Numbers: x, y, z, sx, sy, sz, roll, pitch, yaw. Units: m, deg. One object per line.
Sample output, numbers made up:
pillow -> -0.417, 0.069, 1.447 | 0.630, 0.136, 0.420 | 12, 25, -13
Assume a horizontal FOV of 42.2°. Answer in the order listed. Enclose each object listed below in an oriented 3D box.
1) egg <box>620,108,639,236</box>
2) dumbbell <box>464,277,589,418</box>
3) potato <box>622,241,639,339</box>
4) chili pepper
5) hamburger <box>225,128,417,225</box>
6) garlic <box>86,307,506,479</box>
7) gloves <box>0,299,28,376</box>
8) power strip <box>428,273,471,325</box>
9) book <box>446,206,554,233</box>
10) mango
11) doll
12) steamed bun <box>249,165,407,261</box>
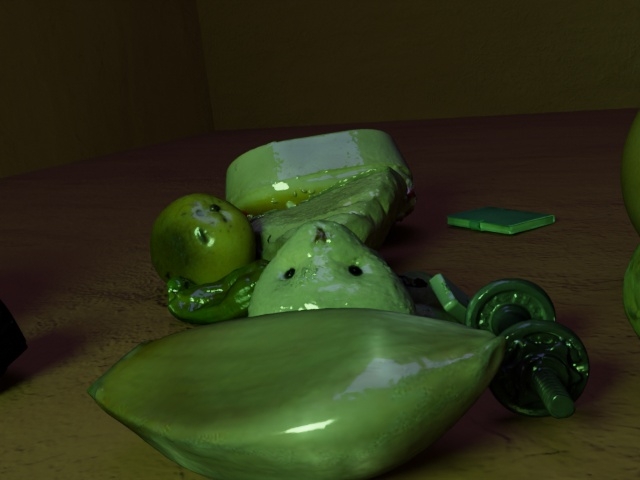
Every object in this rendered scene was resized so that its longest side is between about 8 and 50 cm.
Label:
egg -> 0.431, -0.068, 0.810 | 0.250, 0.250, 0.322 | -6, 6, 5
dumbbell -> 0.167, 0.084, 0.684 | 0.082, 0.081, 0.254 | -6, 13, 3
potato -> 0.378, 0.035, 0.588 | 0.308, 0.173, 0.210 | 1, 17, 19
chili pepper -> -0.085, 0.061, 0.938 | 0.204, 0.073, 0.072 | -12, 27, 29
hamburger -> -0.001, -0.068, 1.270 | 0.295, 0.151, 0.227 | -13, -9, -9
garlic -> -0.029, 0.112, 0.594 | 0.318, 0.112, 0.143 | 0, 36, 22
gloves -> -0.380, 0.124, 0.789 | 0.181, 0.106, 0.129 | -36, 47, -28
power strip -> 0.135, 0.063, 0.797 | 0.016, 0.090, 0.040 | -39, 47, 14
book -> 0.269, -0.031, 1.264 | 0.103, 0.017, 0.135 | -13, 15, -34
mango -> -0.159, 0.013, 1.062 | 0.098, 0.137, 0.195 | -25, 0, -41
doll -> 0.037, 0.045, 0.799 | 0.175, 0.149, 0.278 | -10, 4, 21
steamed bun -> 0.009, 0.005, 1.058 | 0.231, 0.110, 0.212 | -21, 17, 11
